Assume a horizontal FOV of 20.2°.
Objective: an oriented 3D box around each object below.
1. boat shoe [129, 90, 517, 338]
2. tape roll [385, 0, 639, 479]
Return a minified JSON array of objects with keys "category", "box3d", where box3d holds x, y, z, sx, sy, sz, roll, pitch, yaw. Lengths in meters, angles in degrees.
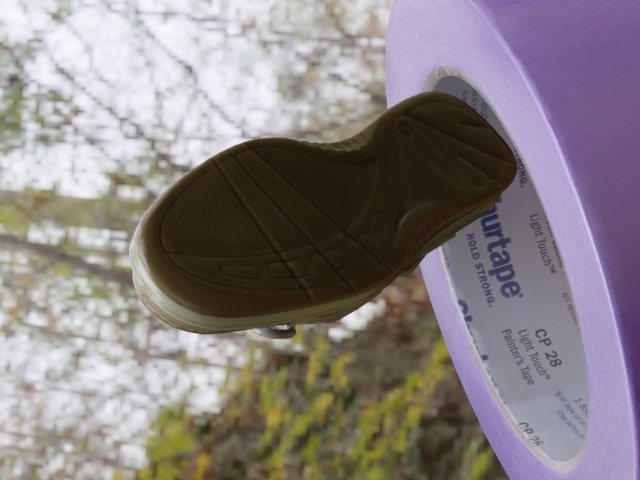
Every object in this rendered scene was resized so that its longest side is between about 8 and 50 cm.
[{"category":"boat shoe","box3d":[-0.001,-0.002,0.517,0.153,0.056,0.048,-30,-17,-50]},{"category":"tape roll","box3d":[0.118,0.001,0.809,0.275,0.090,0.275,164,90,-79]}]
